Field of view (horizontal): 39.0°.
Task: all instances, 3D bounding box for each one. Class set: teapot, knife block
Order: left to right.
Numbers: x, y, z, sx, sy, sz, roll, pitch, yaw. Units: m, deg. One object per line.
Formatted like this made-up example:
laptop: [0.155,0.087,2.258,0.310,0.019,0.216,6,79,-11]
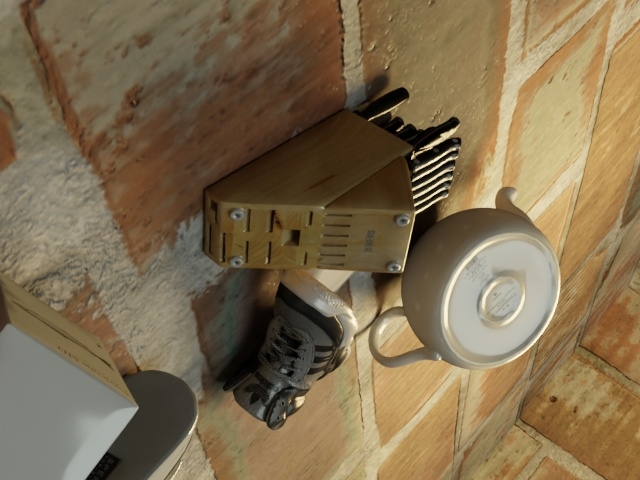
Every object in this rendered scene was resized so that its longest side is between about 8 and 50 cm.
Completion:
knife block: [0.017,-0.079,0.970,0.276,0.242,0.088,2,132,-6]
teapot: [0.211,0.061,1.342,0.256,0.187,0.252,-5,109,-26]

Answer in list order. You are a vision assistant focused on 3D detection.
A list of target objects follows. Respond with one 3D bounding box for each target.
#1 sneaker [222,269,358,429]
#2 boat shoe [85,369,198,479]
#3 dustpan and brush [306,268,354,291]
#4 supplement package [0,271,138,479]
sneaker: [-0.039,0.136,1.056,0.153,0.101,0.268,-48,163,-16]
boat shoe: [-0.257,0.289,0.869,0.367,0.136,0.156,-49,161,-41]
dustpan and brush: [0.000,0.000,1.053,0.147,0.060,0.211,-49,163,17]
supplement package: [-0.213,0.104,0.633,0.105,0.179,0.105,40,83,-23]
